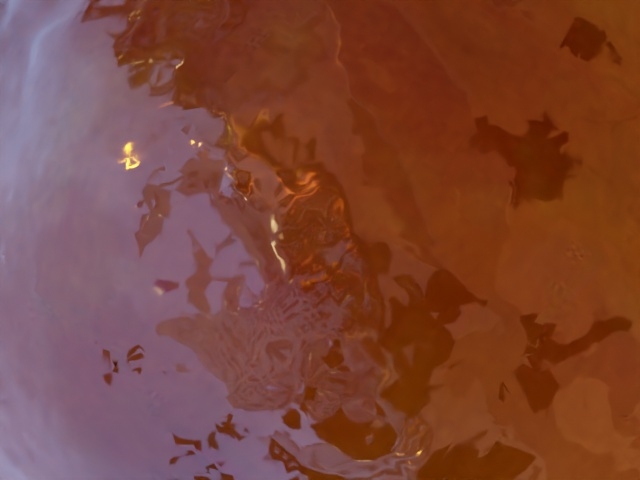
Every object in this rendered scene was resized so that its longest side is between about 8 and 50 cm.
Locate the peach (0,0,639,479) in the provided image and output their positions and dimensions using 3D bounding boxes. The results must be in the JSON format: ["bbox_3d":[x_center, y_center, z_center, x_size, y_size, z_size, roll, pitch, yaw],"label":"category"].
[{"bbox_3d":[0.000,0.000,0.571,0.302,0.343,0.343,42,179,-17],"label":"peach"}]
